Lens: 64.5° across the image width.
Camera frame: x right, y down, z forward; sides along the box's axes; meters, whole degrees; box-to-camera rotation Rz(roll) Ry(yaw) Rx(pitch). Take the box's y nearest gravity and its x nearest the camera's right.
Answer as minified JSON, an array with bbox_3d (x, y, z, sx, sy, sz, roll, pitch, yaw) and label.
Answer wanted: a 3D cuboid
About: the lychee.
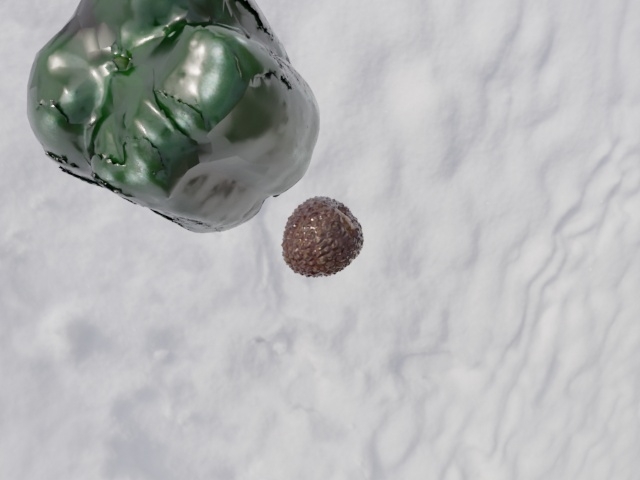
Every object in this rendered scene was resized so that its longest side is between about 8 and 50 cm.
[{"bbox_3d":[0.000,0.000,1.119,0.188,0.188,0.188,-12,113,-31],"label":"lychee"}]

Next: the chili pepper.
[{"bbox_3d":[-0.127,-0.132,0.501,0.249,0.233,0.256,-55,172,5],"label":"chili pepper"}]
